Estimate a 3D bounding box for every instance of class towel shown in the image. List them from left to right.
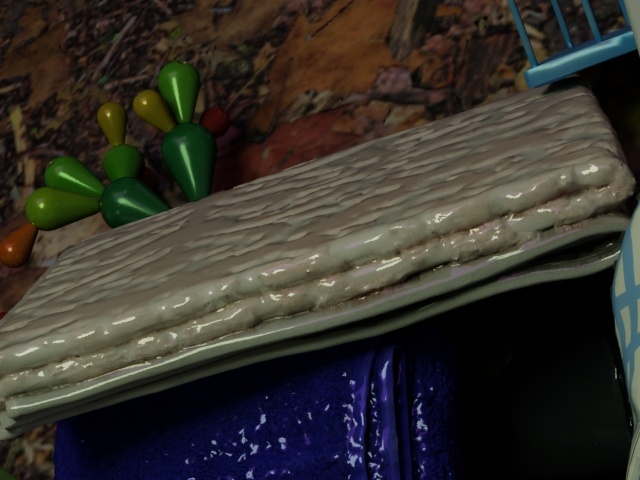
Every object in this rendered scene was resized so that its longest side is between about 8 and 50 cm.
[{"bbox_3d":[-0.034,0.196,0.823,0.227,0.076,0.308,-12,65,20],"label":"towel"},{"bbox_3d":[0.000,0.000,0.940,0.331,0.053,0.317,-17,11,7],"label":"towel"}]

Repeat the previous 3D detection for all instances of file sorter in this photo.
[{"bbox_3d":[0.192,-0.168,1.011,0.170,0.104,0.118,-19,4,22],"label":"file sorter"}]

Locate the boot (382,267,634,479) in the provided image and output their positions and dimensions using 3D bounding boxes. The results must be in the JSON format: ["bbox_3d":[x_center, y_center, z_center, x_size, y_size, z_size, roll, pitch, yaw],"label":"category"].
[{"bbox_3d":[0.077,0.115,0.907,0.207,0.094,0.246,-12,47,32],"label":"boot"}]

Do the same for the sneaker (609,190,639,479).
[{"bbox_3d":[0.168,0.083,0.743,0.086,0.085,0.237,160,111,-79],"label":"sneaker"}]

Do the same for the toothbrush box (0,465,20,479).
[{"bbox_3d":[-0.236,0.193,0.937,0.206,0.283,0.122,-8,52,31],"label":"toothbrush box"}]

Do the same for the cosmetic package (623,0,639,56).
[{"bbox_3d":[0.256,-0.058,0.875,0.151,0.151,0.184,-24,46,19],"label":"cosmetic package"}]

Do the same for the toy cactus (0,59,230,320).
[{"bbox_3d":[-0.106,-0.007,1.162,0.180,0.112,0.219,20,66,24],"label":"toy cactus"}]
